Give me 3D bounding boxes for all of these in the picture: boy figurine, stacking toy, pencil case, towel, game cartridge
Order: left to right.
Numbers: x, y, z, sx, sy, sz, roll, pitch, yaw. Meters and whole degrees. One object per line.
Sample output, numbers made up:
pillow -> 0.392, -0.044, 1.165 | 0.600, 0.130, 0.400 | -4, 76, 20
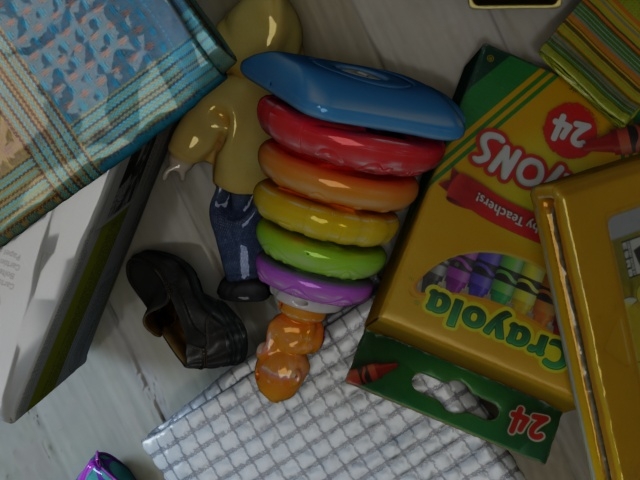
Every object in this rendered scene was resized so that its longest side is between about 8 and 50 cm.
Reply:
towel -> -0.282, -0.129, 1.436 | 0.370, 0.040, 0.271 | -36, 92, 5
pencil case -> -0.236, 0.270, 1.813 | 0.152, 0.064, 0.070 | -46, 118, 8
boy figurine -> -0.059, -0.087, 1.731 | 0.177, 0.092, 0.285 | -6, 96, -15
stacking toy -> 0.000, 0.000, 1.648 | 0.165, 0.175, 0.302 | 8, 103, -27
towel -> 0.014, 0.192, 1.758 | 0.283, 0.121, 0.235 | -35, 87, 3
towel -> 0.299, -0.216, 1.686 | 0.102, 0.021, 0.237 | 41, 76, -3
game cartridge -> 0.347, 0.051, 1.665 | 0.323, 0.052, 0.285 | -17, 99, -27

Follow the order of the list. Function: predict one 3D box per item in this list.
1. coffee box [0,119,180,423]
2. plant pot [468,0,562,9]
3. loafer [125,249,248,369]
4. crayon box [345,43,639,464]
coffee box -> -0.321, -0.081, 1.630 | 0.337, 0.334, 0.338 | 22, 96, 1
plant pot -> 0.171, -0.247, 1.702 | 0.081, 0.083, 0.081 | 0, 98, 3
loafer -> -0.135, 0.061, 1.735 | 0.061, 0.170, 0.062 | -16, 125, -33
crayon box -> 0.173, 0.013, 1.679 | 0.202, 0.081, 0.318 | 22, 78, -4
